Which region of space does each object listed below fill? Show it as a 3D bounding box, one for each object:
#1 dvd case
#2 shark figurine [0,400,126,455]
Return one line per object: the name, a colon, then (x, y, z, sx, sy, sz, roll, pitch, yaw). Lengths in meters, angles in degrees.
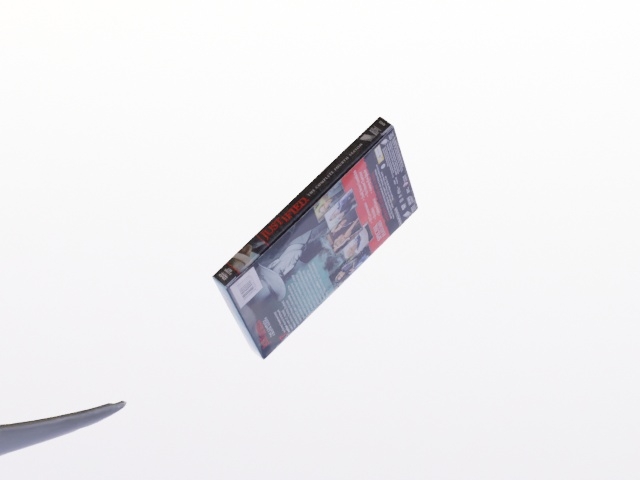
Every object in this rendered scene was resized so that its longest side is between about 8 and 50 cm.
dvd case: (0.000, 0.000, 0.923, 0.013, 0.087, 0.119, 38, -104, 27)
shark figurine: (-0.217, -0.004, 0.748, 0.116, 0.278, 0.166, -40, 175, 28)
